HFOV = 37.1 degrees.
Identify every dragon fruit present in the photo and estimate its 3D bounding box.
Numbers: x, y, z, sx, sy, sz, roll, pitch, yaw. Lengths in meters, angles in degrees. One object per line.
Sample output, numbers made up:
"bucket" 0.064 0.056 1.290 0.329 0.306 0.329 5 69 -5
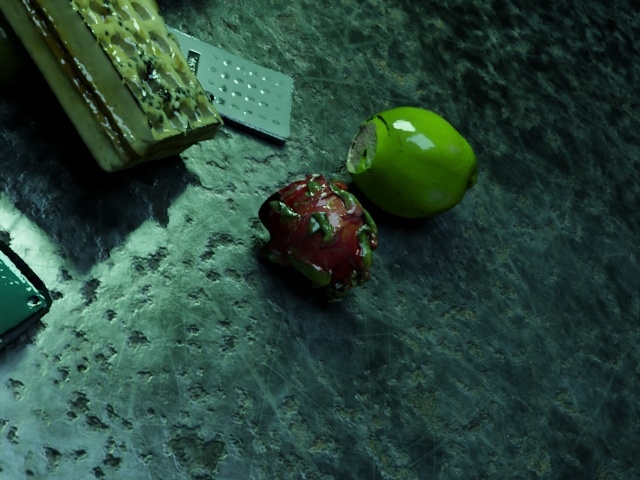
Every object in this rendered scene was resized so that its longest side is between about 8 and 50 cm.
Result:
"dragon fruit" 0.000 0.000 1.429 0.172 0.166 0.160 49 6 23

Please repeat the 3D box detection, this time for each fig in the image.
"fig" -0.511 -0.278 1.342 0.236 0.124 0.124 -1 57 -13

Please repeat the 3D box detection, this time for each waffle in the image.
"waffle" -0.309 -0.284 1.355 0.376 0.114 0.261 59 19 -1

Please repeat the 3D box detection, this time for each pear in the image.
"pear" 0.164 -0.126 1.603 0.219 0.187 0.187 22 49 -22

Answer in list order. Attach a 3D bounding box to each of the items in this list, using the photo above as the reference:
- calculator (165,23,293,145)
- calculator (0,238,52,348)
"calculator" -0.168 -0.264 1.600 0.261 0.021 0.161 20 49 -20
"calculator" -0.489 0.055 1.132 0.274 0.058 0.248 44 45 3
